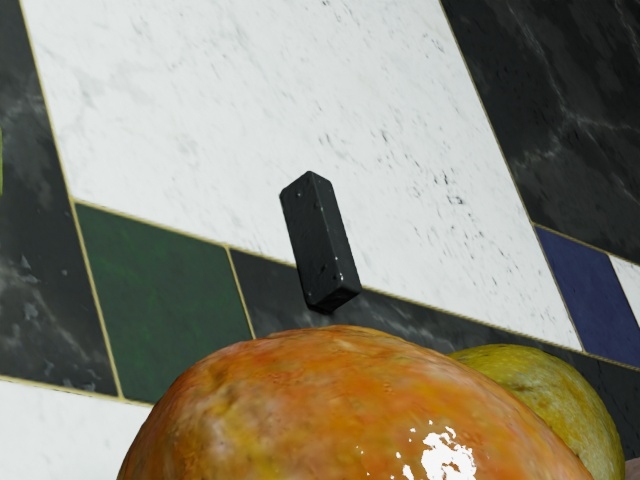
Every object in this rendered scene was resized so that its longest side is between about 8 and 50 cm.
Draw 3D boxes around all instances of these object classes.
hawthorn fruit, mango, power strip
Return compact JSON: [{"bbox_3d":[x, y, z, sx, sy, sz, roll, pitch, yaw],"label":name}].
[{"bbox_3d":[-0.001,0.162,0.860,0.277,0.277,0.298,21,25,-46],"label":"hawthorn fruit"},{"bbox_3d":[0.136,0.158,1.151,0.329,0.175,0.177,-22,117,-58],"label":"mango"},{"bbox_3d":[0.000,0.000,1.244,0.029,0.038,0.111,25,41,-45],"label":"power strip"}]

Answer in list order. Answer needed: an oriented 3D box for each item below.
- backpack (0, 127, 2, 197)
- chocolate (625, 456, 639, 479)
[{"bbox_3d":[-0.239,-0.042,0.702,0.207,0.253,0.140,44,51,-15],"label":"backpack"},{"bbox_3d":[0.237,0.278,1.229,0.112,0.112,0.321,50,28,-12],"label":"chocolate"}]
